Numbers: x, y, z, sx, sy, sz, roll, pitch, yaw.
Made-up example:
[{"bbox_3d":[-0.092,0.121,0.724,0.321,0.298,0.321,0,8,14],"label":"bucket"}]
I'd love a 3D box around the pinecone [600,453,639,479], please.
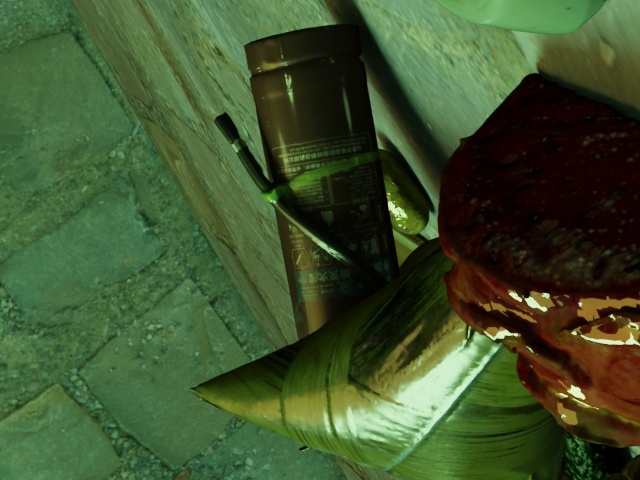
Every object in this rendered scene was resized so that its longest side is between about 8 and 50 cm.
[{"bbox_3d":[0.243,0.216,0.955,0.185,0.168,0.212,55,171,24],"label":"pinecone"}]

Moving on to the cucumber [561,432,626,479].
[{"bbox_3d":[0.211,0.144,1.242,0.058,0.052,0.215,8,138,37],"label":"cucumber"}]

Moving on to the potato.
[{"bbox_3d":[0.065,-0.046,1.379,0.092,0.045,0.046,58,-153,7],"label":"potato"}]

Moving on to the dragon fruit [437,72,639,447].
[{"bbox_3d":[0.171,0.055,0.852,0.205,0.152,0.317,60,170,-27],"label":"dragon fruit"}]

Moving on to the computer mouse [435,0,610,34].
[{"bbox_3d":[0.076,-0.213,0.620,0.159,0.097,0.288,51,158,41],"label":"computer mouse"}]

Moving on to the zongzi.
[{"bbox_3d":[0.042,0.071,1.107,0.300,0.138,0.286,10,139,9],"label":"zongzi"}]

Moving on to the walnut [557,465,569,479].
[{"bbox_3d":[0.222,0.287,1.424,0.069,0.170,0.143,-2,130,28],"label":"walnut"}]

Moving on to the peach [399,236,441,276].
[{"bbox_3d":[0.114,0.066,1.333,0.118,0.151,0.151,-25,101,36],"label":"peach"}]

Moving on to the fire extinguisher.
[{"bbox_3d":[0.000,0.000,1.254,0.105,0.141,0.341,-27,-72,-83],"label":"fire extinguisher"}]

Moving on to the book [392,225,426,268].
[{"bbox_3d":[0.089,0.035,1.598,0.170,0.018,0.241,62,168,-29],"label":"book"}]
